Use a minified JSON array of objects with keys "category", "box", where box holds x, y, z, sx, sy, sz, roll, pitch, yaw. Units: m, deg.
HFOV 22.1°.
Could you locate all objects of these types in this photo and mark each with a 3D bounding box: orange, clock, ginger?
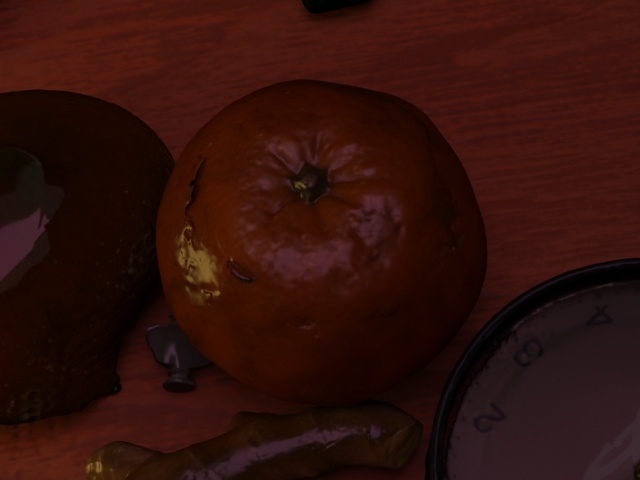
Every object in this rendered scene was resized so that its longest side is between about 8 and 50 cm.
[{"category":"orange","box":[-0.284,0.000,1.471,0.262,0.196,0.334,27,78,30]},{"category":"clock","box":[0.276,0.196,1.369,0.386,0.076,0.386,-2,66,4]},{"category":"orange","box":[0.000,0.000,1.401,0.284,0.226,0.284,0,65,-1]},{"category":"ginger","box":[-0.057,0.195,1.407,0.299,0.065,0.118,-14,52,-1]}]

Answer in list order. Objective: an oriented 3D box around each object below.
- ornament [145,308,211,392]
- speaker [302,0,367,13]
[{"category":"ornament","box":[-0.123,0.089,1.475,0.068,0.041,0.092,33,62,-2]},{"category":"speaker","box":[0.012,-0.266,1.621,0.075,0.060,0.094,-13,30,0]}]
